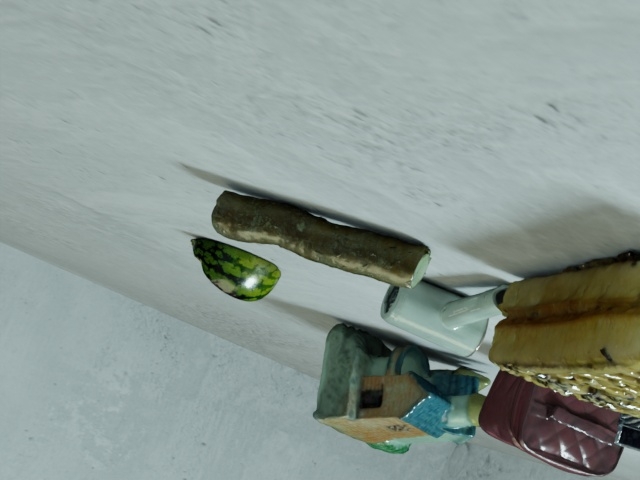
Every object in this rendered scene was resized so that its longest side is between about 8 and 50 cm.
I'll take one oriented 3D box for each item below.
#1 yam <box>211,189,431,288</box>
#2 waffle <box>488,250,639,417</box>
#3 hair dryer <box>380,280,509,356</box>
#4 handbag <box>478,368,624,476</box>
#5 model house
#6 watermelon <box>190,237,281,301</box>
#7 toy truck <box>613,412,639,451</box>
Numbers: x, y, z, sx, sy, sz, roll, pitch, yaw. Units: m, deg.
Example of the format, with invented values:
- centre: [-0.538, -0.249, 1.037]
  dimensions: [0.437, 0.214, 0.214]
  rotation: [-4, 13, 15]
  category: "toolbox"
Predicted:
- centre: [0.000, 0.000, 1.420]
  dimensions: [0.252, 0.061, 0.061]
  rotation: [16, 170, 11]
  category: "yam"
- centre: [0.350, 0.113, 1.233]
  dimensions: [0.260, 0.114, 0.376]
  rotation: [19, 170, -11]
  category: "waffle"
- centre: [0.172, 0.086, 1.537]
  dimensions: [0.131, 0.073, 0.236]
  rotation: [23, 167, -14]
  category: "hair dryer"
- centre: [0.378, 0.286, 1.985]
  dimensions: [0.225, 0.147, 0.135]
  rotation: [26, 171, -23]
  category: "handbag"
- centre: [0.199, 0.271, 2.264]
  dimensions: [0.324, 0.194, 0.267]
  rotation: [-6, 154, 36]
  category: "model house"
- centre: [-0.127, 0.055, 1.918]
  dimensions: [0.163, 0.069, 0.087]
  rotation: [27, 167, -27]
  category: "watermelon"
- centre: [0.478, 0.260, 1.811]
  dimensions: [0.083, 0.092, 0.192]
  rotation: [15, 170, 16]
  category: "toy truck"
